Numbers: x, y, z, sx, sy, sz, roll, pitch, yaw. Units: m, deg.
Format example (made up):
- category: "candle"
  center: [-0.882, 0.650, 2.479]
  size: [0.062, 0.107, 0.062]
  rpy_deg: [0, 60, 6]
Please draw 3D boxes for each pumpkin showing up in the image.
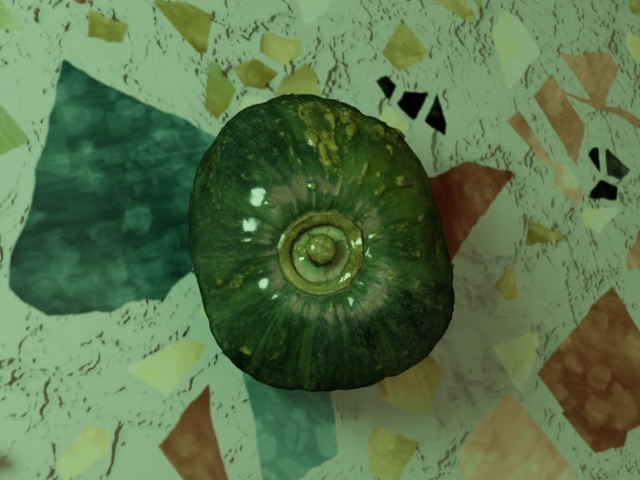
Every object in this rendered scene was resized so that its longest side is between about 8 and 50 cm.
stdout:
- category: "pumpkin"
  center: [0.000, 0.000, 1.212]
  size: [0.291, 0.257, 0.328]
  rpy_deg: [-4, 86, -11]
